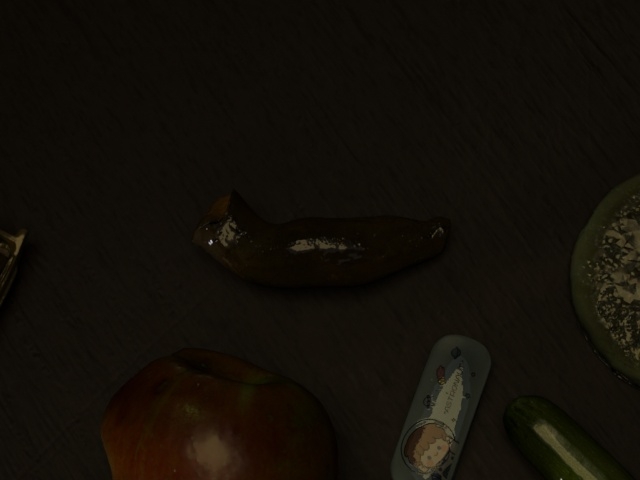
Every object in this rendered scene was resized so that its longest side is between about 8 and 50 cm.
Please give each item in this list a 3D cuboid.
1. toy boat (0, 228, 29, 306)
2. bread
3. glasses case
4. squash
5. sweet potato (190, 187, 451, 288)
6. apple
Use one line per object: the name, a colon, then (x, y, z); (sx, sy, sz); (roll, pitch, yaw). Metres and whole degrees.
toy boat: (-0.399, 0.076, 1.630); (0.068, 0.088, 0.226); (24, 79, 11)
bread: (0.397, 0.039, 1.574); (0.267, 0.040, 0.267); (-1, 76, 6)
glasses case: (0.128, 0.187, 1.563); (0.067, 0.045, 0.178); (18, 79, 11)
squash: (0.282, 0.252, 1.519); (0.069, 0.069, 0.239); (-42, 75, -5)
sweet potato: (0.000, -0.002, 1.606); (0.286, 0.085, 0.112); (-1, 71, 6)
apple: (-0.107, 0.236, 1.479); (0.246, 0.246, 0.226); (14, 94, 10)
